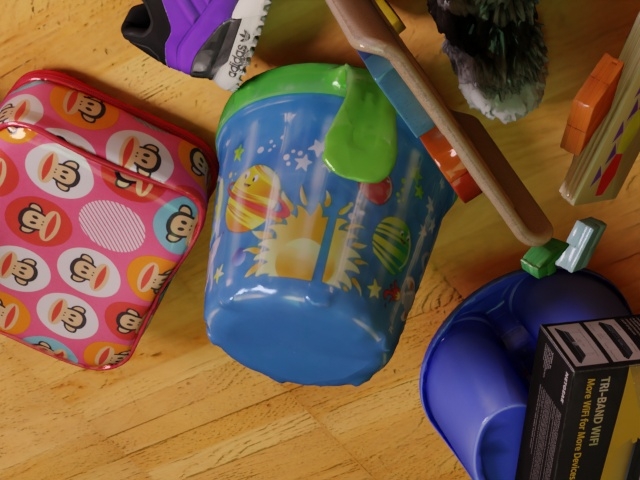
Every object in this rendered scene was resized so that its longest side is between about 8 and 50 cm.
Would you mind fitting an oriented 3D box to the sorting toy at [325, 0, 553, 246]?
[{"bbox_3d":[0.060,-0.135,1.028,0.041,0.307,0.229,-38,123,11],"label":"sorting toy"}]

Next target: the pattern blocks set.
[{"bbox_3d":[0.252,-0.116,1.066,0.026,0.285,0.325,30,98,22],"label":"pattern blocks set"}]

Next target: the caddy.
[{"bbox_3d":[0.251,0.180,1.378,0.241,0.179,0.341,-32,124,4],"label":"caddy"}]

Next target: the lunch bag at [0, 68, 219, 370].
[{"bbox_3d":[-0.261,-0.018,1.296,0.258,0.120,0.293,24,131,-13],"label":"lunch bag"}]

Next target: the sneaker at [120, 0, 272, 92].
[{"bbox_3d":[-0.097,-0.253,1.074,0.146,0.102,0.293,17,132,-7],"label":"sneaker"}]

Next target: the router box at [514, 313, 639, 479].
[{"bbox_3d":[0.313,0.215,1.261,0.242,0.081,0.309,-6,121,-14],"label":"router box"}]

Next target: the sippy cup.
[{"bbox_3d":[0.000,0.000,1.173,0.240,0.224,0.305,-4,144,25],"label":"sippy cup"}]

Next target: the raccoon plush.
[{"bbox_3d":[0.145,-0.205,0.953,0.216,0.299,0.446,-13,129,18],"label":"raccoon plush"}]
